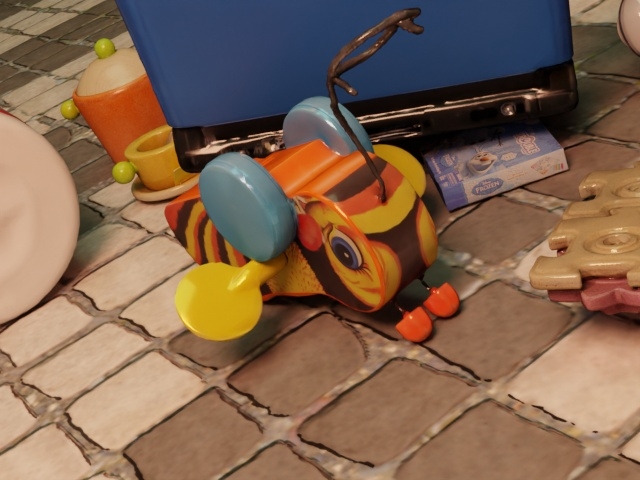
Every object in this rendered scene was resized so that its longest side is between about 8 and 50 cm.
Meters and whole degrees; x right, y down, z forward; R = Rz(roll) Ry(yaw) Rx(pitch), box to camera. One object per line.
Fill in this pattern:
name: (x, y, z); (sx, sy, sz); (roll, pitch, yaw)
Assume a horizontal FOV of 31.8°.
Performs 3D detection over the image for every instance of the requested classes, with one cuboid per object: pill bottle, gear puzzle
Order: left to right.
pill bottle: (-0.337, -0.050, 0.973); (0.176, 0.176, 0.318); (-31, 28, -19)
gear puzzle: (0.289, -0.004, 0.571); (0.339, 0.044, 0.175); (-3, 22, 26)

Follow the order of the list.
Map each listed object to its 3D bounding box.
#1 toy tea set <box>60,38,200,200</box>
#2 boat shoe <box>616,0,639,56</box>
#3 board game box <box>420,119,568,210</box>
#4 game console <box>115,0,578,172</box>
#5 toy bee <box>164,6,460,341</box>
toy tea set: (-0.085, -0.172, 1.072); (0.336, 0.124, 0.200); (-33, 28, -21)
boat shoe: (0.286, -0.192, 0.904); (0.076, 0.083, 0.226); (-15, 13, 48)
board game box: (0.124, -0.061, 0.822); (0.090, 0.020, 0.090); (-19, 26, 2)
game console: (0.029, -0.159, 0.822); (0.293, 0.173, 0.250); (-8, 14, 10)
toy bee: (0.000, 0.000, 0.691); (0.195, 0.162, 0.298); (-35, 3, -9)
